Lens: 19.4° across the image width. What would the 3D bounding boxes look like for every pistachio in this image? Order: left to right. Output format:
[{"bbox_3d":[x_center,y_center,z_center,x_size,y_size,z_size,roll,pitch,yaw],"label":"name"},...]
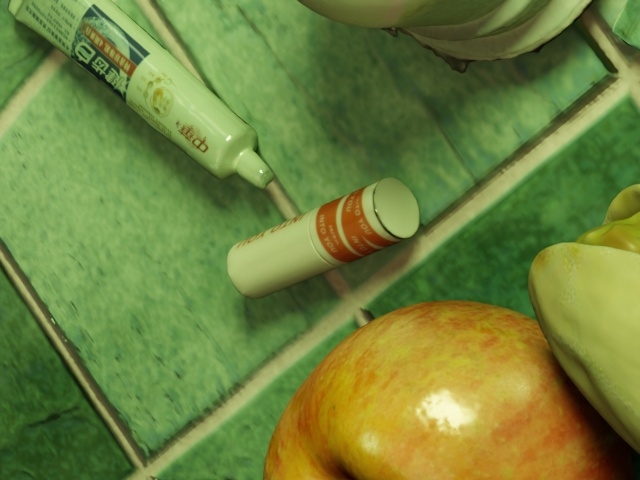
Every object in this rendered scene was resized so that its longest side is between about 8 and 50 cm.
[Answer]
[{"bbox_3d":[0.202,0.063,0.916,0.215,0.144,0.144,39,128,28],"label":"pistachio"}]

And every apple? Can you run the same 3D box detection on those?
[{"bbox_3d":[0.064,0.135,1.034,0.209,0.164,0.209,14,113,35],"label":"apple"}]

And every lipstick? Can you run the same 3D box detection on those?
[{"bbox_3d":[0.000,0.000,1.114,0.131,0.038,0.038,-23,92,42],"label":"lipstick"}]

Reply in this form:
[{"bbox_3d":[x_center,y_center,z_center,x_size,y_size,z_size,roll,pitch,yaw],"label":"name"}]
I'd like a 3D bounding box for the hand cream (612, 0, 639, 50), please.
[{"bbox_3d":[0.267,-0.055,0.859,0.312,0.070,0.111,40,131,25],"label":"hand cream"}]

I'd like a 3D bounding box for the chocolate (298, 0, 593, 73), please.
[{"bbox_3d":[0.044,-0.179,0.936,0.221,0.147,0.221,12,111,34],"label":"chocolate"}]

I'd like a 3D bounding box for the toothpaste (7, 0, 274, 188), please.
[{"bbox_3d":[-0.112,-0.104,1.168,0.233,0.038,0.060,41,125,23],"label":"toothpaste"}]
